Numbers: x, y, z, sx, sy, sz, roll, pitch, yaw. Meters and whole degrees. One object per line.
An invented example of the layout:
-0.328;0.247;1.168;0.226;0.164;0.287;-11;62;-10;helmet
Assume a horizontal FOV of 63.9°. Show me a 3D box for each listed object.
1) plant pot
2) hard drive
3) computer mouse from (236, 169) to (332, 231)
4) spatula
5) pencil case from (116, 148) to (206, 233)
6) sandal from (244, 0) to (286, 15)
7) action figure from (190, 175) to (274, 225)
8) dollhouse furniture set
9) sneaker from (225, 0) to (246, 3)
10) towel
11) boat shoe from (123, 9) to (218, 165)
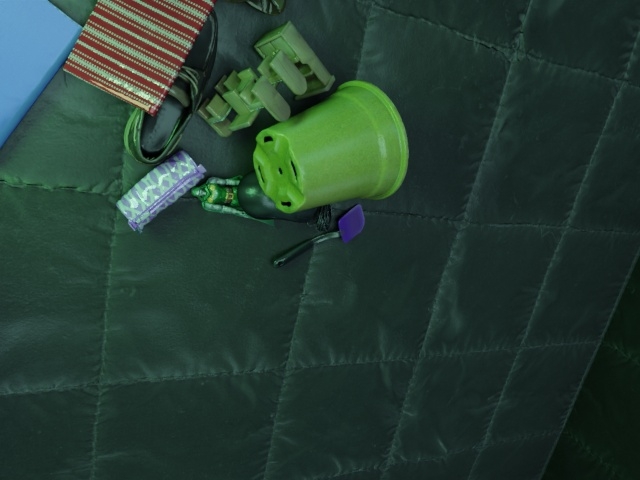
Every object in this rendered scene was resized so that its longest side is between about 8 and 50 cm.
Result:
0.004;-0.183;1.117;0.253;0.276;0.276;-24;122;-31;plant pot
-0.611;-0.325;0.925;0.210;0.040;0.319;36;93;-34;hard drive
-0.067;-0.113;1.230;0.272;0.072;0.189;-2;93;-37;computer mouse
0.000;0.000;1.393;0.296;0.030;0.084;-28;124;-14;spatula
-0.351;-0.111;1.128;0.206;0.088;0.086;-43;126;-5;pencil case
-0.173;-0.534;1.052;0.219;0.060;0.090;15;99;-17;sandal
-0.197;-0.105;1.224;0.232;0.063;0.137;2;99;-32;action figure
-0.100;-0.313;1.097;0.161;0.212;0.242;45;61;-33;dollhouse furniture set
-0.146;-0.533;0.883;0.099;0.282;0.153;-13;98;-12;sneaker
-0.331;-0.394;0.960;0.198;0.031;0.275;27;87;2;towel
-0.288;-0.310;1.044;0.132;0.130;0.356;15;105;-32;boat shoe
